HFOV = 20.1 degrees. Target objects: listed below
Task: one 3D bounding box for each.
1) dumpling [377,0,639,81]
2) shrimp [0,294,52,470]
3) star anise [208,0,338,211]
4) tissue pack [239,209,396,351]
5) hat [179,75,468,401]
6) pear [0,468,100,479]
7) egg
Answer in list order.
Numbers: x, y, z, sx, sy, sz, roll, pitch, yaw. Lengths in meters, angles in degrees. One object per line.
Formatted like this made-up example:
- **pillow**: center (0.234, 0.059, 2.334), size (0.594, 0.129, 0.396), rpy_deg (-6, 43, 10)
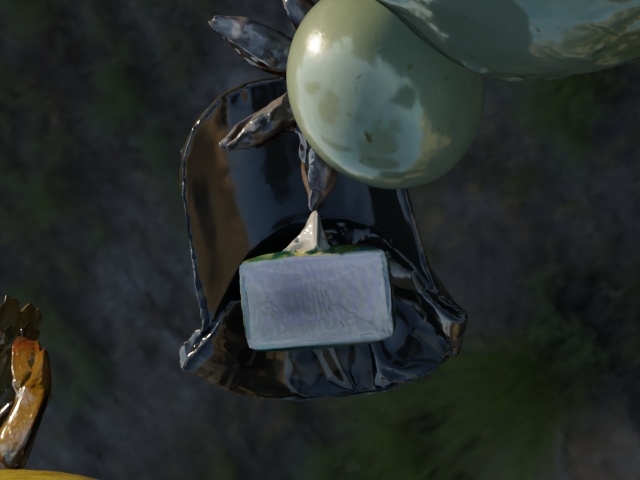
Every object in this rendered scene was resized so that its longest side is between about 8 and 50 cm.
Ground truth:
- **dumpling**: center (0.124, -0.182, 0.863), size (0.212, 0.270, 0.320), rpy_deg (31, 115, -12)
- **shrimp**: center (-0.265, 0.134, 1.493), size (0.150, 0.248, 0.068), rpy_deg (-38, 121, 26)
- **star anise**: center (0.004, -0.147, 1.622), size (0.229, 0.236, 0.093), rpy_deg (20, 179, -5)
- **tissue pack**: center (0.000, 0.023, 1.060), size (0.111, 0.085, 0.079), rpy_deg (17, -112, -86)
- **hat**: center (0.000, 0.000, 2.155), size (0.366, 0.257, 0.381), rpy_deg (-5, 86, 16)
- **pear**: center (-0.187, 0.312, 1.071), size (0.418, 0.362, 0.362), rpy_deg (-19, 107, 18)
- **egg**: center (0.050, -0.120, 1.395), size (0.192, 0.149, 0.149), rpy_deg (-114, 15, -47)
